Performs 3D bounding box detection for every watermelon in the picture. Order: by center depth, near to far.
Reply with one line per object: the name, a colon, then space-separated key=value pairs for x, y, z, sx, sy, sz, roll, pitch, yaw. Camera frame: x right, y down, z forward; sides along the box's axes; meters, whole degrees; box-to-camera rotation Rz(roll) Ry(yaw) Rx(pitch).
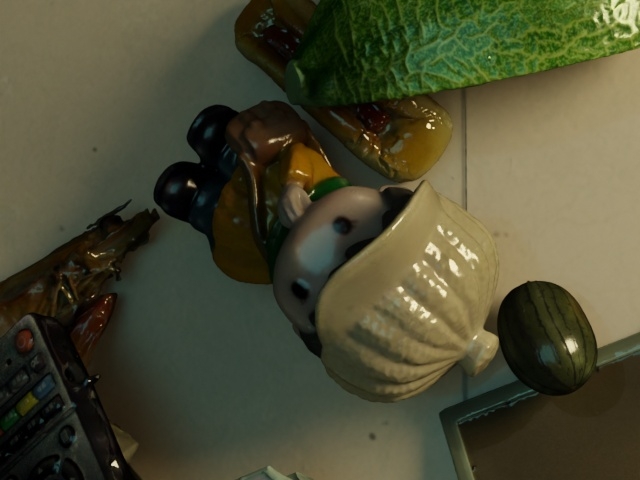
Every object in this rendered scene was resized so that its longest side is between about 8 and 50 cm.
watermelon: x=0.186 y=0.079 z=1.007 sx=0.078 sy=0.078 sz=0.111 roll=-32 pitch=41 yaw=16

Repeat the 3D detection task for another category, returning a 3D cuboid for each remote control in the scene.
remote control: x=-0.198 y=0.246 z=1.053 sx=0.144 sy=0.062 sz=0.399 roll=-41 pitch=60 yaw=18

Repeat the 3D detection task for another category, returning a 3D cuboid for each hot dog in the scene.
hot dog: x=0.011 y=-0.148 z=1.105 sx=0.242 sy=0.073 sz=0.084 roll=44 pitch=106 yaw=19

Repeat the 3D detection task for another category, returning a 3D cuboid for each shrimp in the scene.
shrimp: x=-0.255 y=0.081 z=1.184 sx=0.287 sy=0.063 sz=0.152 roll=-37 pitch=62 yaw=15

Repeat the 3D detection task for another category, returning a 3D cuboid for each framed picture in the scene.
framed picture: x=0.227 y=0.226 z=0.983 sx=0.217 sy=0.017 sz=0.274 roll=-23 pitch=62 yaw=18

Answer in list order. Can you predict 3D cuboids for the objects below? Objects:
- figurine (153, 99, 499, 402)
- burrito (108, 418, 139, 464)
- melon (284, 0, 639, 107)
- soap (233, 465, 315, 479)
figurine: x=0.014 y=0.004 z=1.060 sx=0.332 sy=0.204 sz=0.185 roll=39 pitch=102 yaw=49
burrito: x=-0.315 y=0.324 z=1.185 sx=0.117 sy=0.076 sz=0.392 roll=39 pitch=99 yaw=30
melon: x=0.121 y=-0.190 z=0.998 sx=0.323 sy=0.124 sz=0.196 roll=-20 pitch=69 yaw=-2
soap: x=-0.102 y=0.305 z=1.065 sx=0.261 sy=0.094 sz=0.150 roll=-27 pitch=60 yaw=25
